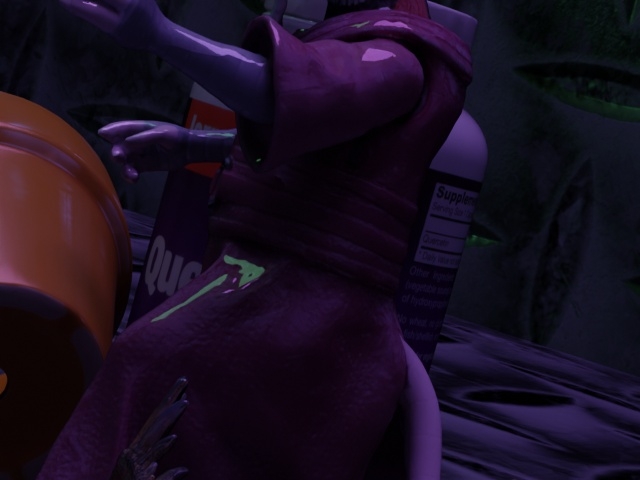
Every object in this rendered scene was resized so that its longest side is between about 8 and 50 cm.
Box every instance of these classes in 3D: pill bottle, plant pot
[{"bbox_3d":[-0.010,0.010,1.134,0.182,0.322,0.181,15,4,-1],"label":"pill bottle"},{"bbox_3d":[-0.198,0.040,1.084,0.205,0.205,0.188,14,19,-22],"label":"plant pot"}]

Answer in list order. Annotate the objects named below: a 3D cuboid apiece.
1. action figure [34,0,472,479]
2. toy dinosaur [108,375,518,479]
[{"bbox_3d":[0.000,0.000,0.909,0.276,0.370,0.248,20,3,5],"label":"action figure"},{"bbox_3d":[0.007,0.140,0.791,0.200,0.127,0.296,14,-5,30],"label":"toy dinosaur"}]
